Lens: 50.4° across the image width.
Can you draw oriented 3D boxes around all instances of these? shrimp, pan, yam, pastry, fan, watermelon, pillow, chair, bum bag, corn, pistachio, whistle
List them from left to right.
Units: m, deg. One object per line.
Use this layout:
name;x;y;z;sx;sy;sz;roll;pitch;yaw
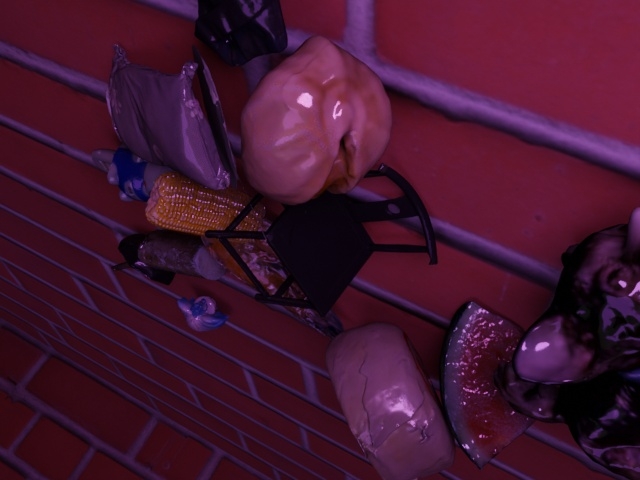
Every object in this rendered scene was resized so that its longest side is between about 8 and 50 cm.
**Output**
pan;-0.372;0.026;1.389;0.201;0.048;0.128;13;143;31
whistle;-0.264;-0.102;1.043;0.244;0.092;0.110;15;149;29
pillow;-0.207;-0.154;0.853;0.255;0.059;0.169;25;131;50
yam;-0.252;0.026;1.238;0.179;0.078;0.078;12;144;36
corn;-0.160;-0.043;0.962;0.165;0.085;0.063;18;176;-32
bum bag;-0.093;-0.291;0.603;0.137;0.074;0.310;31;147;33
fan;-0.102;-0.100;0.772;0.182;0.010;0.310;83;165;-46
shrimp;-0.058;0.051;1.097;0.317;0.062;0.164;42;143;-16
pistachio;-0.015;-0.115;0.720;0.157;0.157;0.229;37;160;-4
chair;0.000;0.000;0.878;0.260;0.141;0.155;1;134;48
pastry;0.110;0.244;1.037;0.265;0.133;0.265;-25;-90;-86
watermelon;0.231;0.198;0.925;0.136;0.207;0.202;23;145;-38

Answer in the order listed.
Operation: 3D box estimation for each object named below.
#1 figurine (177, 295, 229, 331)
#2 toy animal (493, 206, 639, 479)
figurine;-0.244;0.152;1.435;0.114;0.079;0.114;16;-177;-1
toy animal;0.305;0.105;0.663;0.302;0.194;0.344;8;136;31
